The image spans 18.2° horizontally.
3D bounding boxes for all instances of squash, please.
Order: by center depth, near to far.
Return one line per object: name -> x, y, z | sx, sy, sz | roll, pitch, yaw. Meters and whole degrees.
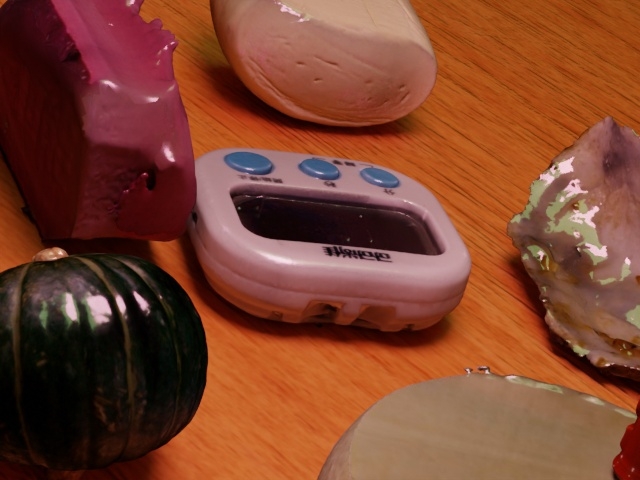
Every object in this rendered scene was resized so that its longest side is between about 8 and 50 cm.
squash -> -0.188, 0.092, 1.520 | 0.218, 0.218, 0.172 | -28, 93, -53

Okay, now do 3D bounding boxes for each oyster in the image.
oyster -> 0.312, 0.053, 1.932 | 0.204, 0.111, 0.396 | -33, 54, -4

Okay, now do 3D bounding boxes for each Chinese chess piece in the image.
Chinese chess piece -> 0.157, 0.247, 1.466 | 0.349, 0.146, 0.349 | 13, 29, -7

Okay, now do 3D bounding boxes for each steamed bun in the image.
steamed bun -> -0.004, -0.216, 2.196 | 0.250, 0.154, 0.200 | 12, 31, -23

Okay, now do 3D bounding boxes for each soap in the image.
soap -> -0.212, -0.112, 1.846 | 0.127, 0.220, 0.325 | -8, 37, -24

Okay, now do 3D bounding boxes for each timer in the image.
timer -> 0.000, -0.001, 1.884 | 0.262, 0.087, 0.237 | 6, 30, -19

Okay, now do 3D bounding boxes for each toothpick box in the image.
toothpick box -> 0.249, 0.139, 1.463 | 0.047, 0.083, 0.047 | 13, 28, -7
